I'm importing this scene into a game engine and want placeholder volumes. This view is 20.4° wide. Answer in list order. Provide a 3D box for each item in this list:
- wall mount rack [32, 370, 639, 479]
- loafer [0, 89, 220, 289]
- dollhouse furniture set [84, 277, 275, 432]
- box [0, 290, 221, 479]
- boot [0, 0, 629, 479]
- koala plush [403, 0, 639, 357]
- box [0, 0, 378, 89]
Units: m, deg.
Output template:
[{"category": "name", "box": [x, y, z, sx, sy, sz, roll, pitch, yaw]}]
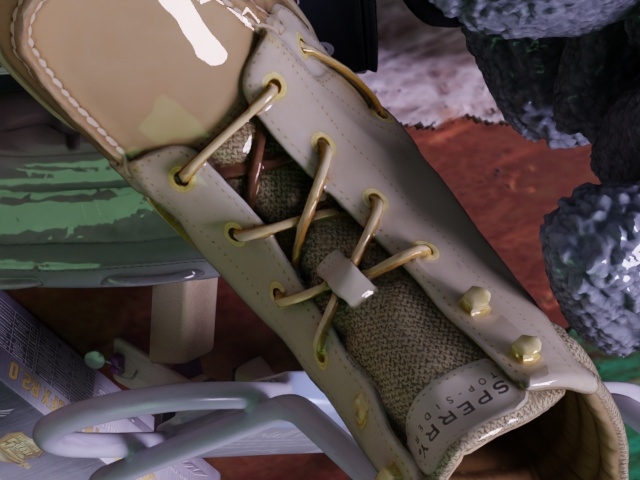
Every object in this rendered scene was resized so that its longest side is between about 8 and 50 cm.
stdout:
[{"category": "wall mount rack", "box": [0.058, 0.122, 0.814, 0.350, 0.130, 0.304, 3, 163, -37]}, {"category": "loafer", "box": [-0.178, -0.015, 0.785, 0.319, 0.112, 0.111, -2, 131, 3]}, {"category": "dollhouse furniture set", "box": [-0.076, 0.036, 0.919, 0.081, 0.091, 0.114, 26, 124, 34]}, {"category": "box", "box": [-0.193, 0.122, 0.985, 0.183, 0.056, 0.231, -21, 135, 24]}, {"category": "boot", "box": [0.000, 0.000, 0.635, 0.095, 0.203, 0.262, -41, 137, 7]}, {"category": "koala plush", "box": [0.106, -0.113, 0.620, 0.203, 0.196, 0.221, -35, 128, 20]}, {"category": "box", "box": [-0.091, -0.137, 0.686, 0.220, 0.051, 0.175, -2, 139, 4]}]
